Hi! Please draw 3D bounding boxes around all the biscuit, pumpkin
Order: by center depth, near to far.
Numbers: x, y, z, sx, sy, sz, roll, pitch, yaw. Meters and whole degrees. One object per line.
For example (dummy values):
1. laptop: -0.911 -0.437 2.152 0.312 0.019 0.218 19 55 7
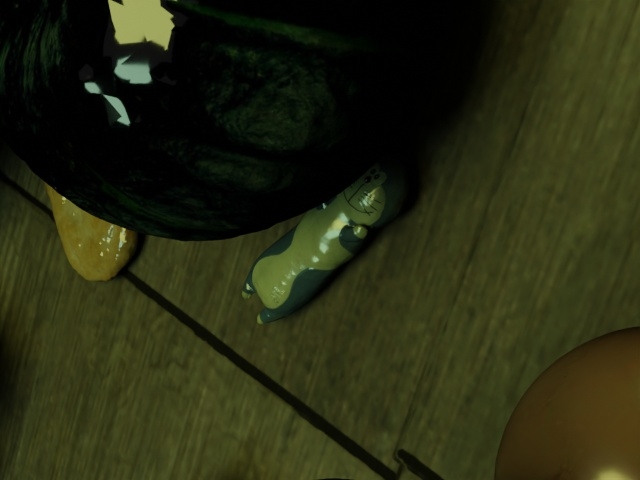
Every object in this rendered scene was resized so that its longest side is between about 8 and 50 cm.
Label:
1. pumpkin: -0.082 -0.126 0.591 0.248 0.248 0.248 1 92 43
2. biscuit: -0.143 -0.046 0.802 0.071 0.018 0.147 -29 73 42

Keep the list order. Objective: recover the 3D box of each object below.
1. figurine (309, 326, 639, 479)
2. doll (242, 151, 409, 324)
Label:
1. figurine: 0.126 0.239 0.409 0.388 0.277 0.248 48 139 31
2. doll: 0.000 0.000 0.662 0.125 0.027 0.037 -45 69 34
